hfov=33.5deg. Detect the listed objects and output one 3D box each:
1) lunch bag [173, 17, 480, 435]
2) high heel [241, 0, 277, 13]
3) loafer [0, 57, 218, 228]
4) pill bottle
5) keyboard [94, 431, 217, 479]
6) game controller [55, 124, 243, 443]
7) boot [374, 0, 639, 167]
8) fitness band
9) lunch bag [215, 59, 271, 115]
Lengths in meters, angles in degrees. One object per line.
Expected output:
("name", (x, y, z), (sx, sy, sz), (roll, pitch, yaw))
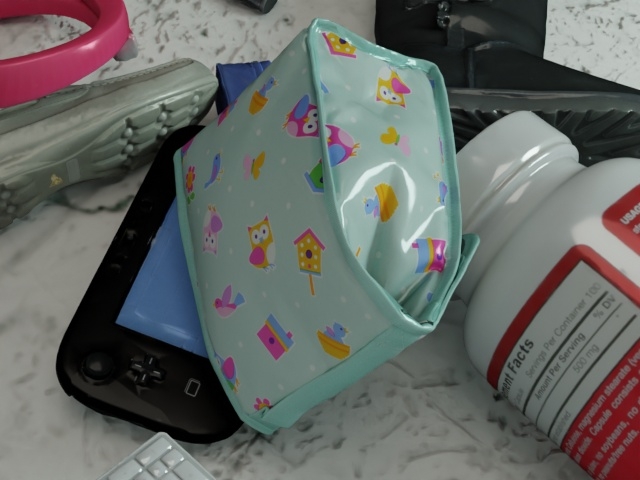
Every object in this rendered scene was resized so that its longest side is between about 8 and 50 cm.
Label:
("lunch bag", (0.000, 0.000, 0.842), (0.160, 0.223, 0.262), (13, 55, -35))
("high heel", (-0.078, -0.409, 1.238), (0.186, 0.093, 0.261), (30, 79, 9))
("loafer", (-0.248, -0.107, 1.008), (0.319, 0.112, 0.111), (-27, 69, -24))
("pill bottle", (0.268, 0.082, 0.857), (0.229, 0.229, 0.408), (-34, 64, -28))
("keyboard", (-0.029, 0.210, 0.605), (0.256, 0.014, 0.072), (38, 54, 20))
("game controller", (-0.105, 0.029, 0.950), (0.166, 0.067, 0.319), (16, 53, 5))
("boot", (0.236, -0.241, 1.171), (0.367, 0.146, 0.445), (9, 47, -3))
("fitness band", (-0.299, -0.202, 1.048), (0.209, 0.054, 0.291), (-18, 33, -17))
("lunch bag", (-0.067, -0.134, 1.080), (0.065, 0.067, 0.098), (-8, 55, -13))
